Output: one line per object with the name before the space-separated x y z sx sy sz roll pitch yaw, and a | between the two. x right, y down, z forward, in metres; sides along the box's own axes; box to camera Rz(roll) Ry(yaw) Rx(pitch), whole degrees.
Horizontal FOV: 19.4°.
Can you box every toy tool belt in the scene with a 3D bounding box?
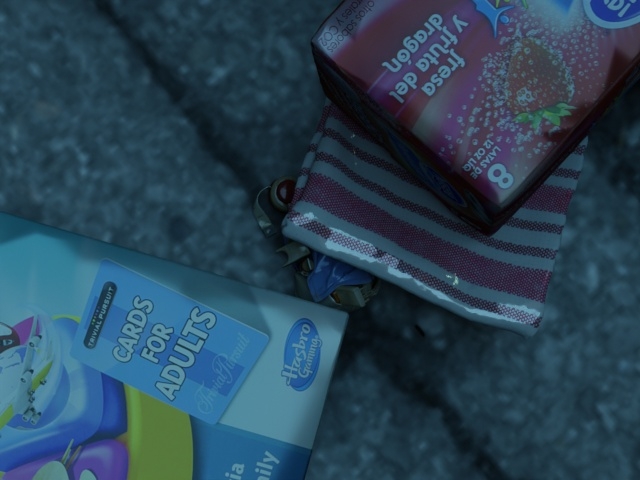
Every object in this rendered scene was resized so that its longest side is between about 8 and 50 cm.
toy tool belt | 0.000 0.000 0.981 0.052 0.051 0.083 -26 86 -12

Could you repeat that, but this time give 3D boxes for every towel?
towel | 0.073 -0.059 0.989 0.144 0.029 0.197 22 63 -5

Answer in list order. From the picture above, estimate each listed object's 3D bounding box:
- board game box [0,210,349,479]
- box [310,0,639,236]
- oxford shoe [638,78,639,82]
board game box | -0.182 0.112 0.922 0.336 0.079 0.253 16 79 -6
box | 0.124 -0.137 0.904 0.123 0.128 0.257 42 87 6
oxford shoe | 0.231 -0.082 1.009 0.130 0.123 0.348 -10 77 5
